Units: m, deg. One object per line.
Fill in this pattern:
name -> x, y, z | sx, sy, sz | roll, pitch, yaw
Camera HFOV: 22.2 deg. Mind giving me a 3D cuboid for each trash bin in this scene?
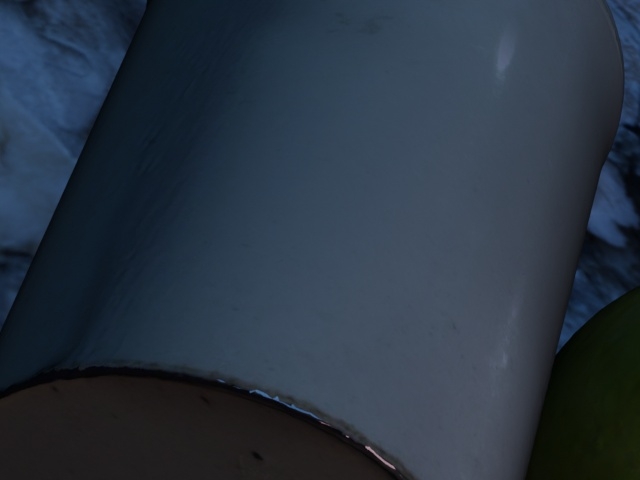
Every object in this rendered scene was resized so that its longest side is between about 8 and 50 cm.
trash bin -> 0.000, 0.000, 0.832 | 0.280, 0.280, 0.432 | 21, 44, -2

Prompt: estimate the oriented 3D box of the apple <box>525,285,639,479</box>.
apple -> 0.231, 0.149, 0.835 | 0.292, 0.254, 0.292 | 11, 47, -12
